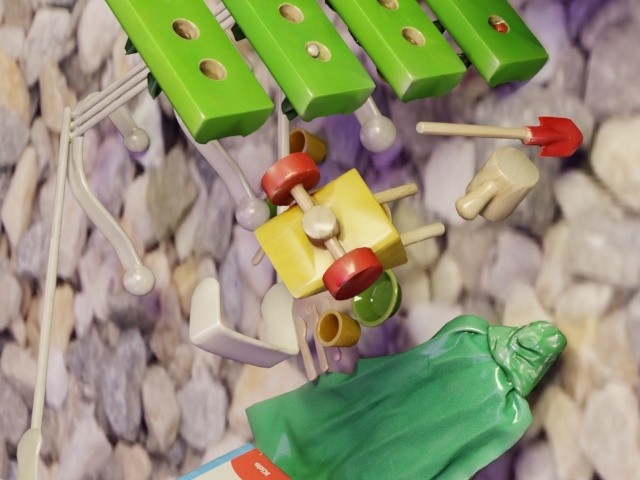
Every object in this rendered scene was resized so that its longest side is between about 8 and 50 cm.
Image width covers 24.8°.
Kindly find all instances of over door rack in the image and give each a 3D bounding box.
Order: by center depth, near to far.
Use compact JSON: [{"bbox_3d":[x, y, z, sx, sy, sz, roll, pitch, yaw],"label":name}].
[{"bbox_3d":[-0.078,-0.007,0.852,0.239,0.108,0.324,-31,34,36],"label":"over door rack"}]

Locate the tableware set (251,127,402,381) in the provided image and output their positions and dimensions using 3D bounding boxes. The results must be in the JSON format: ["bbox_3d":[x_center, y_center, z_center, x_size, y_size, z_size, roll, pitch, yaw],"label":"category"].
[{"bbox_3d":[0.000,0.000,0.884,0.104,0.024,0.154,-41,49,33],"label":"tableware set"}]

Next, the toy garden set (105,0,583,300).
[{"bbox_3d":[0.025,-0.069,0.753,0.204,0.244,0.049,56,137,22],"label":"toy garden set"}]

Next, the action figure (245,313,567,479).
[{"bbox_3d":[0.055,0.109,0.849,0.232,0.063,0.137,-39,67,38],"label":"action figure"}]

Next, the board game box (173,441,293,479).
[{"bbox_3d":[-0.003,0.331,0.849,0.302,0.086,0.308,35,124,28],"label":"board game box"}]
